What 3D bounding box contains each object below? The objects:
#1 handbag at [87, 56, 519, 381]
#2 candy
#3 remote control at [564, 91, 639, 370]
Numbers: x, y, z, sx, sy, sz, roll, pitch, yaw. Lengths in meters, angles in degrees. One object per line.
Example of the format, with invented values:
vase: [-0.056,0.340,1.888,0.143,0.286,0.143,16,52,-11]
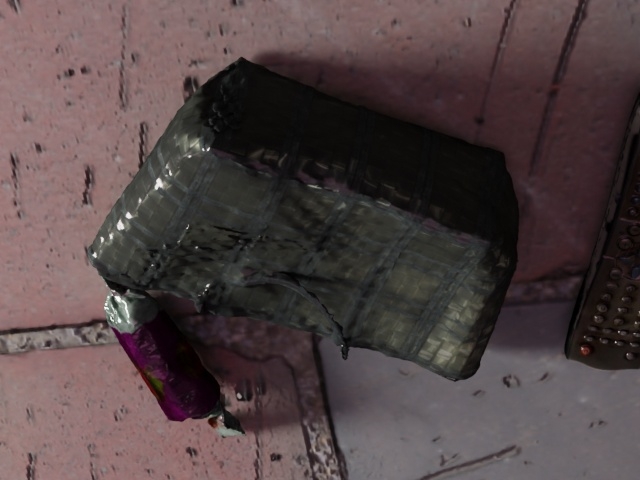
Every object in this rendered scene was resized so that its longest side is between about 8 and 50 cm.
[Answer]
handbag: [0.000,0.000,0.870,0.270,0.088,0.175,18,131,-8]
candy: [-0.106,0.081,0.948,0.043,0.045,0.175,-38,117,-12]
remote control: [0.202,-0.005,0.878,0.059,0.028,0.212,7,124,-5]
